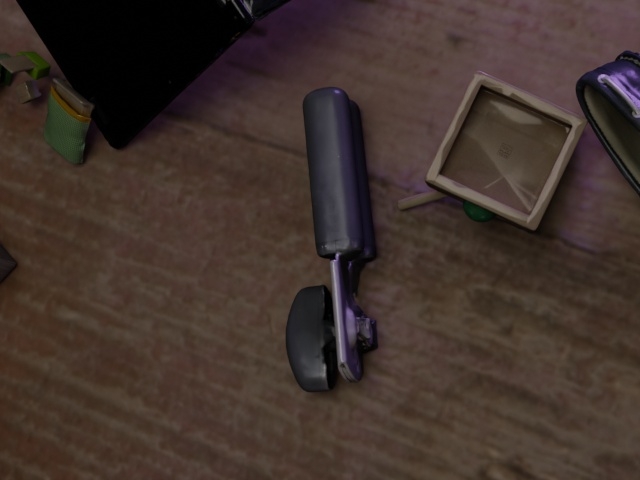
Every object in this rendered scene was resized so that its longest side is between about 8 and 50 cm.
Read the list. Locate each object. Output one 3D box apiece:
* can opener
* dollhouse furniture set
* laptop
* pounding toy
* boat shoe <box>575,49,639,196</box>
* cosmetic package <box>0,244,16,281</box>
[{"bbox_3d":[0.000,0.000,1.385,0.095,0.076,0.283,-10,76,16],"label":"can opener"},{"bbox_3d":[-0.304,-0.143,1.508,0.152,0.059,0.076,39,127,26],"label":"dollhouse furniture set"},{"bbox_3d":[-0.132,-0.372,1.451,0.408,0.236,0.382,-36,86,45],"label":"laptop"},{"bbox_3d":[0.154,-0.069,1.346,0.130,0.100,0.141,25,91,7],"label":"pounding toy"},{"bbox_3d":[0.320,-0.032,1.256,0.091,0.114,0.302,-20,61,-13],"label":"boat shoe"},{"bbox_3d":[-0.448,0.062,1.512,0.238,0.107,0.127,-46,70,9],"label":"cosmetic package"}]
